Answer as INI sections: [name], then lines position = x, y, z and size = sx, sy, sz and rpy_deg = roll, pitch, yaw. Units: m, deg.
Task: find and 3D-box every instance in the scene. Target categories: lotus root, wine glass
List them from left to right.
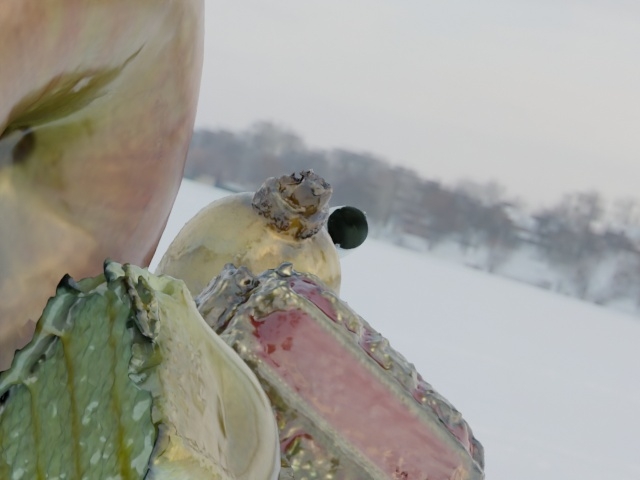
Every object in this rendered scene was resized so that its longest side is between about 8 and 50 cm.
[lotus root]
position = -0.074, 0.060, 1.452
size = 0.169, 0.342, 0.151
rpy_deg = 9, 36, -21
[wine glass]
position = 0.000, 0.000, 1.914
size = 0.074, 0.074, 0.262
rpy_deg = 16, -11, -13

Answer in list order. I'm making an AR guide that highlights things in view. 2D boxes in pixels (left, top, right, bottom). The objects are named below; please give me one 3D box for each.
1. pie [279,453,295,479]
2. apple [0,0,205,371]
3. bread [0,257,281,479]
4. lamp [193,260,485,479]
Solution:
[pie]
position = -0.095, 0.146, 0.953
size = 0.185, 0.052, 0.218
rpy_deg = 13, 10, -17
[apple]
position = -0.246, -0.067, 0.680
size = 0.334, 0.400, 0.400
rpy_deg = 22, 3, 20
[bread]
position = -0.060, 0.081, 0.599
size = 0.110, 0.103, 0.156
rpy_deg = 14, -36, -32
[lamp]
position = -0.001, 0.142, 1.190
size = 0.274, 0.177, 0.177
rpy_deg = 45, -2, -6
